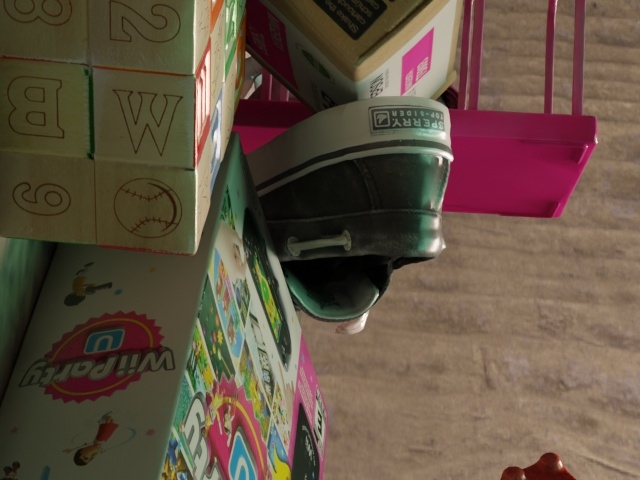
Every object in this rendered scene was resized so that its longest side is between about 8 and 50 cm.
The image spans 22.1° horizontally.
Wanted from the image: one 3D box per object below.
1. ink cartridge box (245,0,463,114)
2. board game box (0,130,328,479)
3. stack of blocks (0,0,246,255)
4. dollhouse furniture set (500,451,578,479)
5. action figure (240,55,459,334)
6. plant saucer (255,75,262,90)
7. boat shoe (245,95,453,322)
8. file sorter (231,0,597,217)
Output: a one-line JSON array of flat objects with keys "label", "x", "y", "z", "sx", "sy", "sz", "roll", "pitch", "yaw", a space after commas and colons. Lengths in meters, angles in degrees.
[{"label": "ink cartridge box", "x": -0.015, "y": -0.158, "z": 0.929, "sx": 0.088, "sy": 0.193, "sz": 0.235, "roll": -44, "pitch": 171, "yaw": -5}, {"label": "board game box", "x": -0.073, "y": 0.126, "z": 0.822, "sx": 0.303, "sy": 0.097, "sz": 0.224, "roll": -81, "pitch": 159, "yaw": -50}, {"label": "stack of blocks", "x": -0.080, "y": -0.166, "z": 0.685, "sx": 0.171, "sy": 0.087, "sz": 0.297, "roll": -80, "pitch": 175, "yaw": -58}, {"label": "dollhouse furniture set", "x": 0.045, "y": 0.256, "z": 1.253, "sx": 0.201, "sy": 0.374, "sz": 0.152, "roll": -77, "pitch": 168, "yaw": -59}, {"label": "action figure", "x": 0.050, "y": -0.068, "z": 1.436, "sx": 0.370, "sy": 0.275, "sz": 0.248, "roll": -16, "pitch": -86, "yaw": 62}, {"label": "plant saucer", "x": -0.035, "y": -0.312, "z": 1.862, "sx": 0.317, "sy": 0.043, "sz": 0.318, "roll": 6, "pitch": 90, "yaw": -88}, {"label": "boat shoe", "x": 0.000, "y": 0.000, "z": 0.980, "sx": 0.301, "sy": 0.108, "sz": 0.102, "roll": 154, "pitch": -66, "yaw": -66}, {"label": "file sorter", "x": 0.037, "y": -0.132, "z": 1.152, "sx": 0.202, "sy": 0.290, "sz": 0.182, "roll": 84, "pitch": 9, "yaw": -77}]
